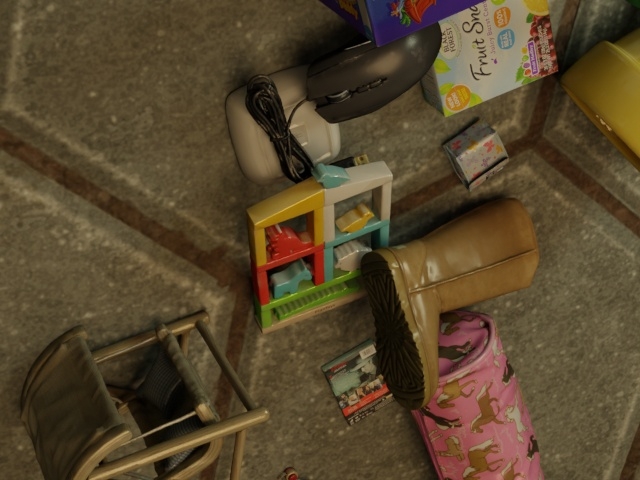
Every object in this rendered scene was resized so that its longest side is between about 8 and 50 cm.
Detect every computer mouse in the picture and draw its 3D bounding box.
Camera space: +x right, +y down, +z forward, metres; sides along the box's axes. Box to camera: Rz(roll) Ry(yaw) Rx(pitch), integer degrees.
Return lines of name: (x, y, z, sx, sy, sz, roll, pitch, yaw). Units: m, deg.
computer mouse: (0.052, -0.164, 1.597, 0.262, 0.060, 0.184, -26, 125, -6)

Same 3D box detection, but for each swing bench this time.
swing bench: (-0.232, 0.226, 1.631, 0.255, 0.253, 0.165, -3, 117, -24)

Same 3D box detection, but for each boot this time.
boot: (0.197, 0.083, 1.774, 0.270, 0.089, 0.236, -17, 101, -35)

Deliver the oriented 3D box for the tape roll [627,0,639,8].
tape roll: (0.379, -0.429, 1.516, 0.077, 0.321, 0.321, -26, 124, -11)

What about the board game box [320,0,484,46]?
board game box: (0.164, -0.360, 1.509, 0.347, 0.233, 0.078, -25, 124, -11)

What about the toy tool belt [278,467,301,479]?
toy tool belt: (-0.029, 0.384, 1.931, 0.052, 0.051, 0.083, -24, 123, -12)

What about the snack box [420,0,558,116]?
snack box: (0.203, -0.287, 1.665, 0.175, 0.070, 0.207, -23, 122, -11)

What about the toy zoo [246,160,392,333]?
toy zoo: (0.000, 0.000, 1.686, 0.192, 0.030, 0.293, -20, 145, -14)

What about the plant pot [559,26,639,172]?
plant pot: (0.489, -0.204, 1.716, 0.239, 0.254, 0.254, -43, 125, 9)

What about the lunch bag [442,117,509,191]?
lunch bag: (0.219, -0.113, 1.778, 0.071, 0.053, 0.083, -34, 134, -3)

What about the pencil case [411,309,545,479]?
pencil case: (0.226, 0.280, 1.932, 0.160, 0.167, 0.386, -2, 128, 26)

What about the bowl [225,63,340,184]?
bowl: (-0.039, -0.141, 1.645, 0.142, 0.053, 0.142, -22, 124, -14)

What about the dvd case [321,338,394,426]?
dvd case: (0.059, 0.210, 1.902, 0.087, 0.013, 0.119, -30, 126, -8)
